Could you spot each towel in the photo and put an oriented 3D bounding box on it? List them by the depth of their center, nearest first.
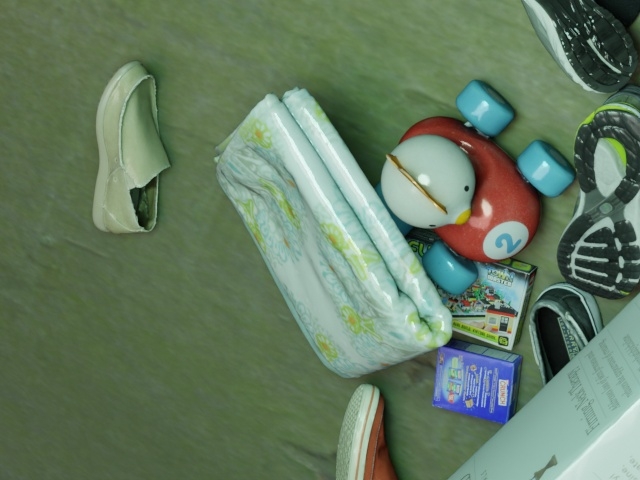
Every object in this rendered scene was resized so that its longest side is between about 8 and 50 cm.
[{"bbox_3d":[0.000,0.000,1.933,0.374,0.090,0.320,57,162,0],"label":"towel"}]

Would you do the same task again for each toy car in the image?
[{"bbox_3d":[0.155,-0.057,1.828,0.210,0.238,0.219,47,110,11],"label":"toy car"}]

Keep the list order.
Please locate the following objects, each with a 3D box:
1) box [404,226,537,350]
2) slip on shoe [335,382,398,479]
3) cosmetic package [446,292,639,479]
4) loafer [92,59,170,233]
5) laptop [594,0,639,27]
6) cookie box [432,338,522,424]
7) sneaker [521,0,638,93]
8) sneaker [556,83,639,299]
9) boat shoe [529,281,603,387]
[{"bbox_3d":[0.174,0.058,1.993,0.207,0.036,0.114,19,113,21],"label":"box"},{"bbox_3d":[0.076,0.358,2.105,0.101,0.123,0.331,-2,101,-6],"label":"slip on shoe"},{"bbox_3d":[0.389,0.302,1.706,0.327,0.329,0.393,44,99,-4],"label":"cosmetic package"},{"bbox_3d":[-0.258,-0.125,2.124,0.092,0.102,0.268,20,123,19],"label":"loafer"},{"bbox_3d":[0.319,-0.407,1.720,0.234,0.136,0.264,40,119,11],"label":"laptop"},{"bbox_3d":[0.210,0.188,2.013,0.107,0.040,0.091,13,111,23],"label":"cookie box"},{"bbox_3d":[0.273,-0.295,1.785,0.100,0.108,0.271,-28,98,-6],"label":"sneaker"},{"bbox_3d":[0.363,-0.055,1.827,0.111,0.121,0.300,20,132,19],"label":"sneaker"},{"bbox_3d":[0.338,0.208,1.917,0.113,0.105,0.306,-9,101,29],"label":"boat shoe"}]
